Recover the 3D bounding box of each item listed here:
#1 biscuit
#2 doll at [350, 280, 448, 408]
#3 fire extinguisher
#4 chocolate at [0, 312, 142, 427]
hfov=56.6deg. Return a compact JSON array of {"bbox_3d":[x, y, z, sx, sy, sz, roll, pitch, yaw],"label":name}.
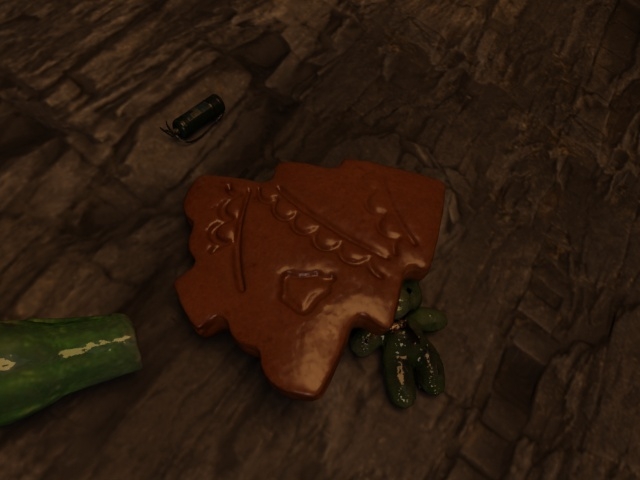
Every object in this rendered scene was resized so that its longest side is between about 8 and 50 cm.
[{"bbox_3d":[0.000,0.000,0.612,0.306,0.043,0.284,-26,58,-15],"label":"biscuit"},{"bbox_3d":[0.087,0.095,0.628,0.115,0.077,0.150,-18,80,-13],"label":"doll"},{"bbox_3d":[-0.150,-0.142,0.709,0.083,0.025,0.038,-42,103,-31],"label":"fire extinguisher"},{"bbox_3d":[-0.298,0.116,0.484,0.291,0.110,0.110,-10,66,-24],"label":"chocolate"}]
